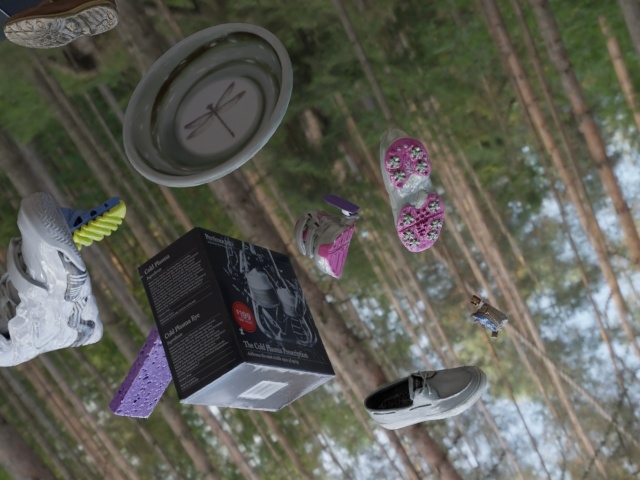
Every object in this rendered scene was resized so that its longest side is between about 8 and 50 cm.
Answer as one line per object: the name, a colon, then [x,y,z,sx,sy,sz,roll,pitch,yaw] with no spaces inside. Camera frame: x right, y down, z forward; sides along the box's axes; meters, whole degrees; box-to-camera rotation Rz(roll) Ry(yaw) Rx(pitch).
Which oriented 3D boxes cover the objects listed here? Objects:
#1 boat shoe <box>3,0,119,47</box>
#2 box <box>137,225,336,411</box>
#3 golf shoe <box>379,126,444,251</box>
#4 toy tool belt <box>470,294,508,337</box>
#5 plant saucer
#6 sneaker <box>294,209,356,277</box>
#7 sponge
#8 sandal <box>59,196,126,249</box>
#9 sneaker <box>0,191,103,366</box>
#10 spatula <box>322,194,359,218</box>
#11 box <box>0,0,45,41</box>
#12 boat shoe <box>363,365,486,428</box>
boat shoe: [-0.388,-0.337,1.448,0.177,0.064,0.060,-12,-124,7]
box: [-0.172,0.173,2.019,0.179,0.343,0.313,-34,-116,21]
golf shoe: [0.198,-0.118,2.142,0.115,0.306,0.140,-16,-145,-5]
toy tool belt: [0.317,0.148,1.859,0.051,0.083,0.052,-57,167,1]
plant saucer: [-0.223,-0.270,2.022,0.400,0.100,0.401,-13,-122,21]
sneaker: [0.000,0.000,1.830,0.111,0.103,0.252,16,-172,1]
sponge: [-0.361,0.281,2.059,0.031,0.117,0.210,33,-85,31]
sandal: [-0.685,-0.039,2.638,0.317,0.138,0.126,-30,164,-4]
sneaker: [-0.478,0.084,1.536,0.210,0.366,0.137,-23,-122,-17]
spatula: [0.062,-0.074,2.297,0.030,0.084,0.296,-65,170,-2]
box: [-0.604,-0.577,1.953,0.296,0.182,0.294,-55,-156,-11]
boat shoe: [0.177,0.269,1.680,0.227,0.081,0.079,-25,-133,27]
